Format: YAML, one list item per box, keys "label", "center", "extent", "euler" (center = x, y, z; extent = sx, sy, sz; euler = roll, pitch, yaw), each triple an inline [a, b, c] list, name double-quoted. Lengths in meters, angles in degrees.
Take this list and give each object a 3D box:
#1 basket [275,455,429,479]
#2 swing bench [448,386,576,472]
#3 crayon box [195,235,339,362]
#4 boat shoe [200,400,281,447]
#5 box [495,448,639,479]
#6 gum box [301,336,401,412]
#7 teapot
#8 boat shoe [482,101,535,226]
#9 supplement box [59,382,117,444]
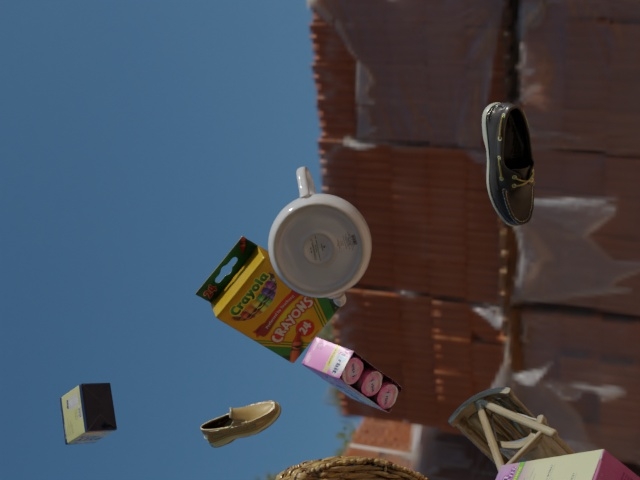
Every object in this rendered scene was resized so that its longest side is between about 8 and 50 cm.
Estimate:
- label: "basket"
  center: [0.048, 0.519, 1.947]
  extent: [0.223, 0.299, 0.214]
  euler: [143, 132, -66]
- label: "swing bench"
  center: [0.457, 0.468, 2.266]
  extent: [0.165, 0.255, 0.253]
  euler: [-45, -58, 2]
- label: "crayon box"
  center: [-0.132, 0.154, 2.606]
  extent: [0.318, 0.081, 0.202]
  euler: [33, -79, -29]
- label: "boat shoe"
  center: [-0.182, 0.403, 2.309]
  extent: [0.072, 0.190, 0.068]
  euler: [57, -170, -33]
- label: "box"
  center: [0.340, 0.439, 1.508]
  extent: [0.243, 0.117, 0.214]
  euler: [-30, 24, 57]
- label: "gum box"
  center: [0.065, 0.265, 2.000]
  extent: [0.188, 0.107, 0.062]
  euler: [40, -107, -42]
- label: "teapot"
  center: [0.000, 0.000, 2.354]
  extent: [0.256, 0.252, 0.187]
  euler: [-60, 2, 11]
- label: "boat shoe"
  center: [0.340, -0.131, 1.819]
  extent: [0.068, 0.081, 0.228]
  euler: [-164, 59, -68]
- label: "supplement box"
  center: [-0.391, 0.291, 1.725]
  extent: [0.056, 0.083, 0.083]
  euler: [5, -117, -39]
